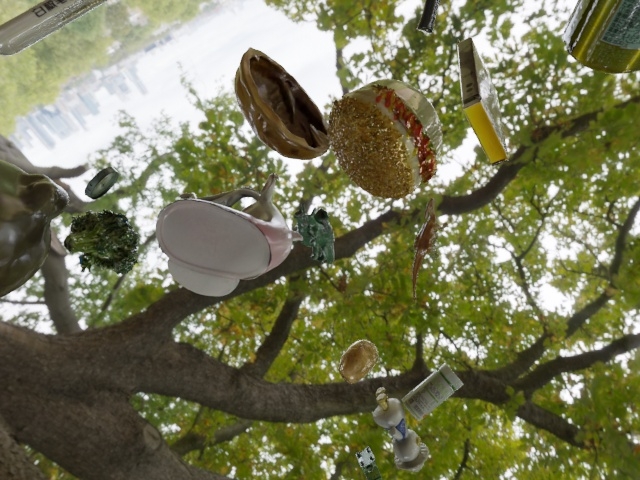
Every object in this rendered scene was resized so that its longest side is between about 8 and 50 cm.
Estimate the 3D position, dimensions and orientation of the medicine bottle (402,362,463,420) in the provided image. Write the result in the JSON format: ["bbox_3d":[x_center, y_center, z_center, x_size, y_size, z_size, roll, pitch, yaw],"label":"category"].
[{"bbox_3d":[0.351,0.476,1.352,0.183,0.086,0.086,-40,-151,1],"label":"medicine bottle"}]

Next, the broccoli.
[{"bbox_3d":[-0.483,0.005,0.933,0.154,0.167,0.160,-21,174,23],"label":"broccoli"}]

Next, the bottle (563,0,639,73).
[{"bbox_3d":[0.248,-0.241,0.263,0.082,0.286,0.082,-2,-116,5],"label":"bottle"}]

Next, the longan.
[{"bbox_3d":[-0.389,-0.018,0.486,0.204,0.159,0.185,-21,-122,-3],"label":"longan"}]

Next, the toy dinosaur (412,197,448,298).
[{"bbox_3d":[0.120,0.009,0.490,0.026,0.113,0.041,15,-172,36],"label":"toy dinosaur"}]

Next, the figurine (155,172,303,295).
[{"bbox_3d":[-0.176,-0.018,0.790,0.284,0.207,0.315,-17,-176,16],"label":"figurine"}]

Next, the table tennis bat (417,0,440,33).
[{"bbox_3d":[0.224,-0.508,0.785,0.150,0.236,0.027,1,-156,-28],"label":"table tennis bat"}]

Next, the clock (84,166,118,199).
[{"bbox_3d":[-0.474,-0.124,0.934,0.085,0.017,0.085,-49,-174,7],"label":"clock"}]

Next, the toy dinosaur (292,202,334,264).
[{"bbox_3d":[-0.009,0.013,1.075,0.079,0.292,0.120,19,-120,28],"label":"toy dinosaur"}]

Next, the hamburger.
[{"bbox_3d":[0.138,-0.225,0.994,0.179,0.276,0.294,-42,-165,-24],"label":"hamburger"}]

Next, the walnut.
[{"bbox_3d":[-0.077,-0.219,0.745,0.087,0.211,0.167,-33,-171,36],"label":"walnut"}]

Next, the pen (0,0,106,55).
[{"bbox_3d":[-0.229,-0.223,0.402,0.218,0.026,0.026,-47,-147,-22],"label":"pen"}]

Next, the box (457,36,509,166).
[{"bbox_3d":[0.282,-0.256,0.756,0.033,0.129,0.247,-20,-139,33],"label":"box"}]

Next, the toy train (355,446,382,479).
[{"bbox_3d":[0.111,0.515,0.986,0.038,0.056,0.093,-24,176,-7],"label":"toy train"}]

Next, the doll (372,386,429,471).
[{"bbox_3d":[0.251,0.605,1.359,0.119,0.293,0.138,-23,-173,13],"label":"doll"}]

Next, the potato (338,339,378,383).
[{"bbox_3d":[0.140,0.445,1.599,0.118,0.109,0.178,0,-147,49],"label":"potato"}]
